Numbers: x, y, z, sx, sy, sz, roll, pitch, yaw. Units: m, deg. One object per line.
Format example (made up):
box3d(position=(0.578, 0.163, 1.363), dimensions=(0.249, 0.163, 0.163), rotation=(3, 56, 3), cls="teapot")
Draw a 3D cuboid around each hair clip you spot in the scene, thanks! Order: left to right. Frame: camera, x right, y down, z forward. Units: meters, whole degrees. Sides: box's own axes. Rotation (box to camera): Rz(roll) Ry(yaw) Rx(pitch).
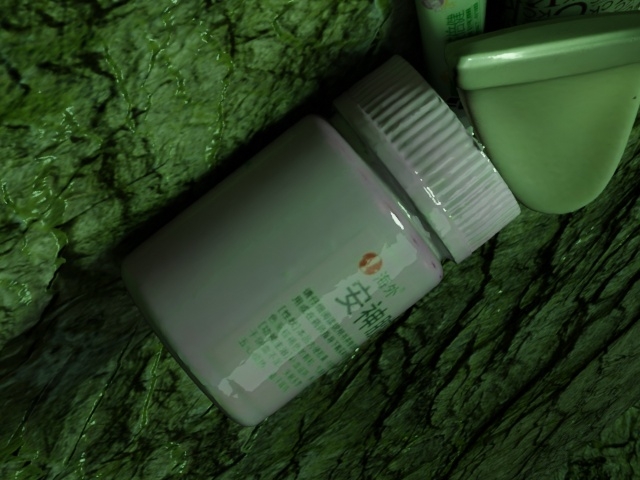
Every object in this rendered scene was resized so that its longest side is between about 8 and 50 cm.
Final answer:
box3d(position=(0.186, -0.121, 1.352), dimensions=(0.173, 0.113, 0.282), rotation=(-10, 152, 3), cls="hair clip")

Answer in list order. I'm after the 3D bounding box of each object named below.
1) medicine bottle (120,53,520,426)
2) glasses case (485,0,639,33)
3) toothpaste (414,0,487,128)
box3d(position=(0.000, 0.000, 1.385), dimensions=(0.291, 0.178, 0.178), rotation=(-38, 159, 0), cls="medicine bottle")
box3d(position=(0.207, -0.235, 1.338), dimensions=(0.137, 0.085, 0.354), rotation=(-22, 160, -12), cls="glasses case")
box3d(position=(0.107, -0.177, 1.376), dimensions=(0.314, 0.056, 0.058), rotation=(78, 29, -64), cls="toothpaste")
